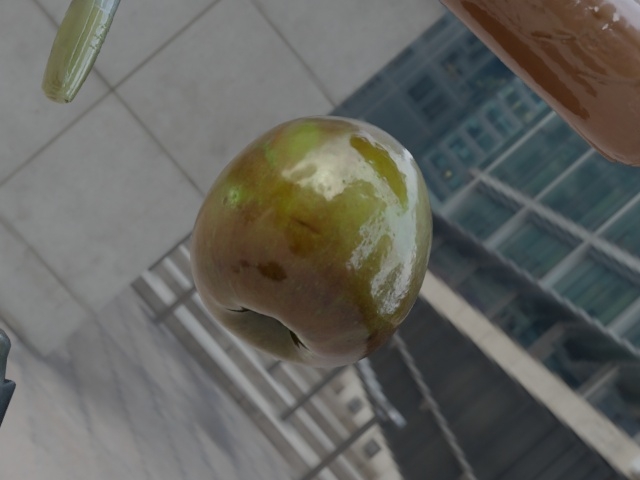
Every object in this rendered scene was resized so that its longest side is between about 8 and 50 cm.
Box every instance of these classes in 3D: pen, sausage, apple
[{"bbox_3d":[-0.143,-0.204,0.868,0.032,0.233,0.040,19,-6,8],"label":"pen"},{"bbox_3d":[0.207,-0.196,1.100,0.304,0.121,0.121,45,-3,9],"label":"sausage"},{"bbox_3d":[0.000,0.000,1.147,0.236,0.208,0.237,23,-26,11],"label":"apple"}]

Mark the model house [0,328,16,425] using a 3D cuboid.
[{"bbox_3d":[-0.243,-0.019,0.226,0.317,0.297,0.283,-63,139,-56],"label":"model house"}]
